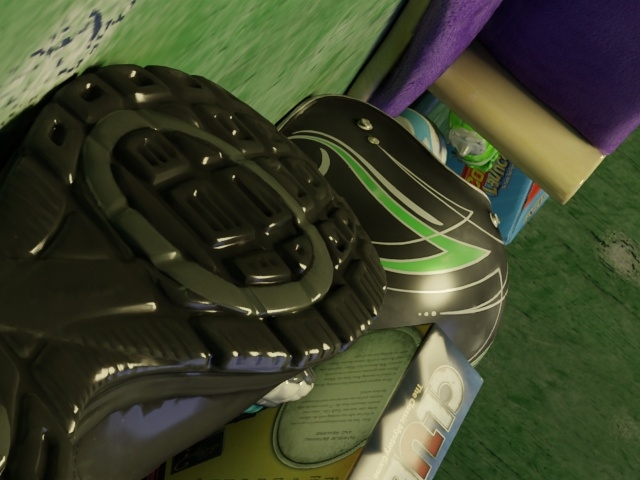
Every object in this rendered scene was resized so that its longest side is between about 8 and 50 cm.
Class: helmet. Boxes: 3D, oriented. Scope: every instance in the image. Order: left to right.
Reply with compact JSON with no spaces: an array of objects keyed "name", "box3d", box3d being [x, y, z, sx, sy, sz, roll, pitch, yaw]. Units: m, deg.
[{"name":"helmet","box3d":[0.017,0.021,0.961,0.169,0.161,0.169,-49,177,-4]}]

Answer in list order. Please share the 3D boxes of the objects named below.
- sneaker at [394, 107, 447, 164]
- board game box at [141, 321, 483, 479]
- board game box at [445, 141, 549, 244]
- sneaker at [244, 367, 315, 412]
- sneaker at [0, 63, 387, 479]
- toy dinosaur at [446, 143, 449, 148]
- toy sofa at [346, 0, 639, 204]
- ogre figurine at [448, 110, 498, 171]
[{"name":"sneaker","box3d":[0.000,0.000,1.267,0.229,0.087,0.092,-57,169,6]},{"name":"board game box","box3d":[-0.057,0.120,0.819,0.243,0.042,0.165,-9,-140,47]},{"name":"board game box","box3d":[0.241,-0.194,1.552,0.308,0.086,0.302,-47,164,-33]},{"name":"sneaker","box3d":[-0.073,0.050,0.718,0.110,0.107,0.275,-40,175,-7]},{"name":"sneaker","box3d":[-0.090,0.040,0.494,0.130,0.109,0.286,-44,171,38]},{"name":"toy dinosaur","box3d":[0.034,0.022,1.737,0.322,0.164,0.218,-30,173,33]},{"name":"toy sofa","box3d":[0.161,-0.153,0.987,0.177,0.150,0.362,-48,177,-28]},{"name":"ogre figurine","box3d":[0.136,-0.136,1.277,0.197,0.097,0.118,-50,178,20]}]
